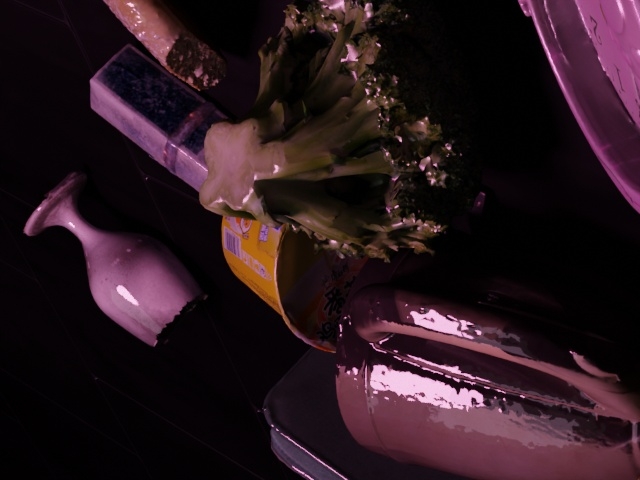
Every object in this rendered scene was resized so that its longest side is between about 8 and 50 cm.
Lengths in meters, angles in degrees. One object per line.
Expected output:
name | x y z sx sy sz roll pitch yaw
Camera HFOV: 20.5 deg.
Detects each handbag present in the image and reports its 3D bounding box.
handbag | 0.120 0.196 1.845 0.326 0.238 0.089 31 157 26

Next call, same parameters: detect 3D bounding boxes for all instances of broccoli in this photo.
broccoli | 0.016 -0.097 1.533 0.265 0.245 0.294 57 136 17

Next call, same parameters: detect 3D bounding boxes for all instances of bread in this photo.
bread | -0.178 -0.240 1.707 0.207 0.056 0.286 51 -177 11

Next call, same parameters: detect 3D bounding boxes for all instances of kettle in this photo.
kettle | 0.184 0.107 1.578 0.324 0.228 0.321 11 166 37

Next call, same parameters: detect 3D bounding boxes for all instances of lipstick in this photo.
lipstick | -0.124 -0.099 1.950 0.289 0.077 0.076 38 156 11

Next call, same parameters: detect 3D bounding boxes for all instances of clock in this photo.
clock | 0.218 -0.134 1.159 0.295 0.113 0.322 -118 3 -50

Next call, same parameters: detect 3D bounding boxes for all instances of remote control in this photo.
remote control | 0.124 -0.054 1.695 0.091 0.016 0.034 31 130 30

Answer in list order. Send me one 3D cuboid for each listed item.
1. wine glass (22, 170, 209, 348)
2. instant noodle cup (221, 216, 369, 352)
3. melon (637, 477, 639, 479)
wine glass | -0.272 0.028 2.355 0.241 0.126 0.126 44 157 7
instant noodle cup | 0.000 0.000 1.778 0.153 0.205 0.205 23 150 53
melon | 0.389 0.204 1.340 0.331 0.226 0.343 5 -175 -1
